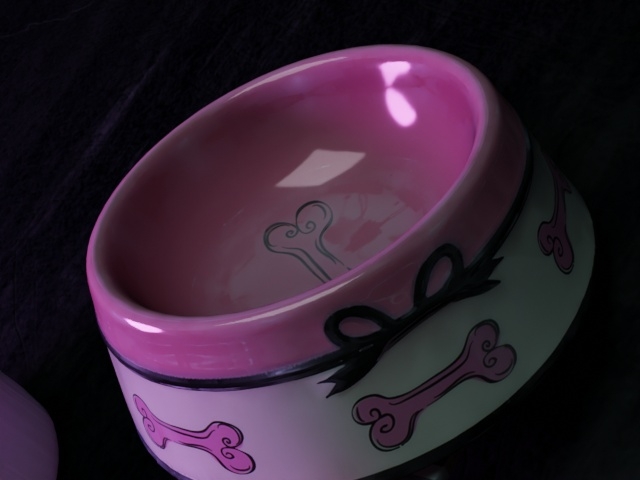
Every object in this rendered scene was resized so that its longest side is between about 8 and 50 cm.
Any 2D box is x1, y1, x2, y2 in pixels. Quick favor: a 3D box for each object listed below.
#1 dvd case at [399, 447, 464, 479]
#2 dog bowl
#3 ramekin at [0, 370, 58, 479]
[{"bbox_3d":[0.065,0.093,0.974,0.165,0.018,0.221,8,49,35],"label":"dvd case"},{"bbox_3d":[0.000,0.000,0.985,0.408,0.150,0.408,-19,35,14],"label":"dog bowl"},{"bbox_3d":[-0.388,0.236,1.228,0.277,0.135,0.277,-23,45,25],"label":"ramekin"}]
